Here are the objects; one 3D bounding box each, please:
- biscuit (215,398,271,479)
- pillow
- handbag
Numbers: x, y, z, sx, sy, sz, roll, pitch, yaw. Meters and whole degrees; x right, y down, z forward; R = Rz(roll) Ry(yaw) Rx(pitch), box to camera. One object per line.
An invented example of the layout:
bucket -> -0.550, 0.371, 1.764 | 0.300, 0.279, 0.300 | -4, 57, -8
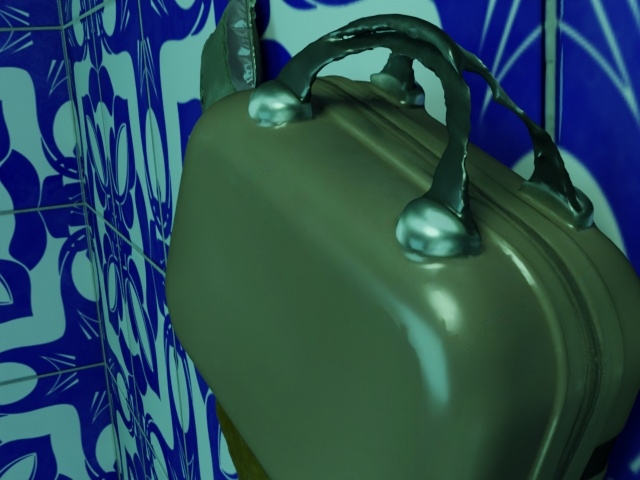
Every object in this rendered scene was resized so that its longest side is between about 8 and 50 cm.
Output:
biscuit -> -0.038, 0.206, 0.826 | 0.269, 0.051, 0.376 | 53, 141, 43
pillow -> -0.105, -0.191, 0.857 | 0.232, 0.038, 0.131 | 163, 101, -69
handbag -> 0.035, 0.016, 0.437 | 0.302, 0.149, 0.283 | 45, 136, 43
